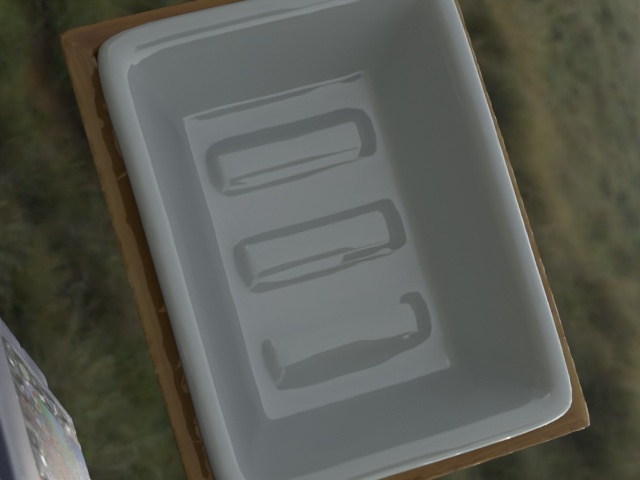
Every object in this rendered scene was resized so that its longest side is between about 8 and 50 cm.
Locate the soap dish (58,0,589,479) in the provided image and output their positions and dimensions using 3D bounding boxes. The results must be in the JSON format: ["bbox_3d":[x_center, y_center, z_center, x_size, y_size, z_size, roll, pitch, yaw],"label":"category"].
[{"bbox_3d":[0.000,0.000,0.846,0.118,0.229,0.291,144,-71,-75],"label":"soap dish"}]

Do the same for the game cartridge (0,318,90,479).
[{"bbox_3d":[-0.200,0.112,0.864,0.230,0.068,0.355,55,0,-34],"label":"game cartridge"}]
